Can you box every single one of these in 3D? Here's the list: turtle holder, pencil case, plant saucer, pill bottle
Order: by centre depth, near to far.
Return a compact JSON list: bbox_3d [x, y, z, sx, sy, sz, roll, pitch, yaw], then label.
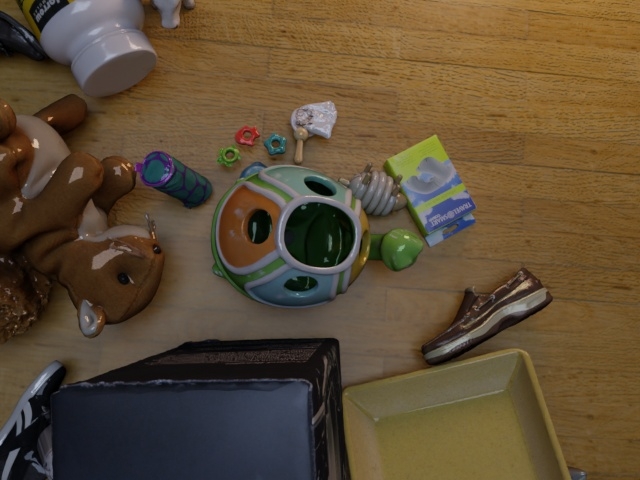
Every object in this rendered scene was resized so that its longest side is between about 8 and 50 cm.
[{"bbox_3d":[0.218,0.370,1.096,0.333,0.081,0.333,-16,53,10],"label":"plant saucer"},{"bbox_3d":[-0.014,0.012,1.117,0.320,0.227,0.243,37,76,-17],"label":"turtle holder"},{"bbox_3d":[-0.248,-0.102,1.163,0.070,0.152,0.064,13,82,18],"label":"pencil case"},{"bbox_3d":[-0.425,-0.427,1.172,0.188,0.188,0.334,-30,86,-8],"label":"pill bottle"}]

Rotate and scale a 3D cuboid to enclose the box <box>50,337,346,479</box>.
[{"bbox_3d":[-0.116,0.392,0.915,0.297,0.472,0.479,-3,87,6],"label":"box"}]

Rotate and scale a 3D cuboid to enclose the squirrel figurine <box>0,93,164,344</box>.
[{"bbox_3d":[-0.458,0.009,1.110,0.397,0.281,0.370,-38,97,6],"label":"squirrel figurine"}]

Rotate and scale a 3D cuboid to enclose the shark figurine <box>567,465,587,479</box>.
[{"bbox_3d":[0.310,0.415,1.184,0.278,0.166,0.116,-12,57,11],"label":"shark figurine"}]

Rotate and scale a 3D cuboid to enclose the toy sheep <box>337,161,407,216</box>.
[{"bbox_3d":[0.094,-0.088,1.221,0.132,0.091,0.091,24,81,-7],"label":"toy sheep"}]

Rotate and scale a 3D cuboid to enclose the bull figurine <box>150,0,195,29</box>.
[{"bbox_3d":[-0.302,-0.497,1.191,0.101,0.188,0.310,-28,85,-7],"label":"bull figurine"}]

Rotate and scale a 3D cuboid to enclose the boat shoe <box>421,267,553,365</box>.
[{"bbox_3d":[0.281,0.130,1.214,0.257,0.095,0.095,-25,71,-13],"label":"boat shoe"}]

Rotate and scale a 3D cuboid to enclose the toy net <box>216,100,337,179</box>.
[{"bbox_3d":[-0.073,-0.182,1.244,0.232,0.045,0.122,-42,86,-10],"label":"toy net"}]

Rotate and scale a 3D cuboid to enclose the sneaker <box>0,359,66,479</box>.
[{"bbox_3d":[-0.458,0.318,1.135,0.121,0.079,0.217,34,90,-3],"label":"sneaker"}]

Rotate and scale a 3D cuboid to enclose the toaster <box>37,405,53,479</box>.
[{"bbox_3d":[-0.350,0.350,1.062,0.129,0.146,0.227,-37,105,-20],"label":"toaster"}]

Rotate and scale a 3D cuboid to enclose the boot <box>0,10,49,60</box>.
[{"bbox_3d":[-0.634,-0.309,1.203,0.263,0.091,0.229,27,87,3],"label":"boot"}]

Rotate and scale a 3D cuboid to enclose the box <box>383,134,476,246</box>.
[{"bbox_3d":[0.206,-0.091,1.253,0.109,0.042,0.178,-28,85,-7],"label":"box"}]
